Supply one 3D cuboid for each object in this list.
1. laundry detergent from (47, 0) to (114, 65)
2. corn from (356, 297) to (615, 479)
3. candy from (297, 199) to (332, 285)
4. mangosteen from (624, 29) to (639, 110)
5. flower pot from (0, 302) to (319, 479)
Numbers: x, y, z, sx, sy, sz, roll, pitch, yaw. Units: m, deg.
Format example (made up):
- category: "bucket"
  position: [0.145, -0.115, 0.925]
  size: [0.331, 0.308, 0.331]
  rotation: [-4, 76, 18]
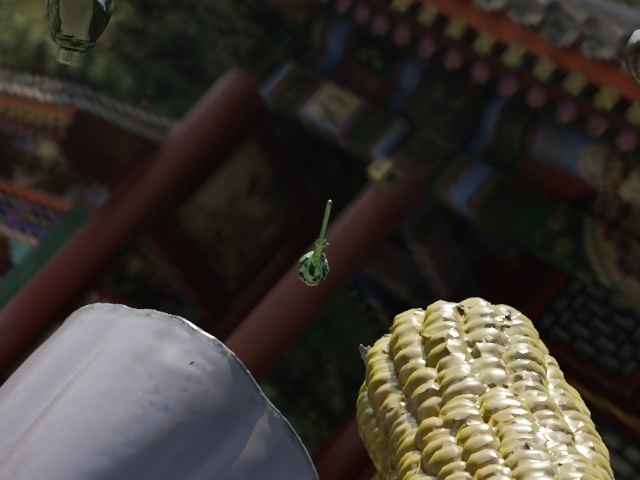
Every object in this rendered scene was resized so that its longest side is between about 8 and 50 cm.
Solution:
- category: "laundry detergent"
  position: [-0.196, -0.249, 1.432]
  size: [0.063, 0.210, 0.137]
  rotation: [13, 17, -9]
- category: "corn"
  position: [0.073, 0.105, 0.630]
  size: [0.101, 0.101, 0.291]
  rotation: [46, 7, -16]
- category: "candy"
  position: [0.000, 0.000, 1.180]
  size: [0.023, 0.025, 0.083]
  rotation: [42, -40, 27]
- category: "mangosteen"
  position: [0.351, -0.152, 1.342]
  size: [0.210, 0.210, 0.210]
  rotation: [39, -13, 11]
- category: "flower pot"
  position: [-0.170, 0.209, 1.202]
  size: [0.265, 0.243, 0.265]
  rotation: [22, -50, 29]
